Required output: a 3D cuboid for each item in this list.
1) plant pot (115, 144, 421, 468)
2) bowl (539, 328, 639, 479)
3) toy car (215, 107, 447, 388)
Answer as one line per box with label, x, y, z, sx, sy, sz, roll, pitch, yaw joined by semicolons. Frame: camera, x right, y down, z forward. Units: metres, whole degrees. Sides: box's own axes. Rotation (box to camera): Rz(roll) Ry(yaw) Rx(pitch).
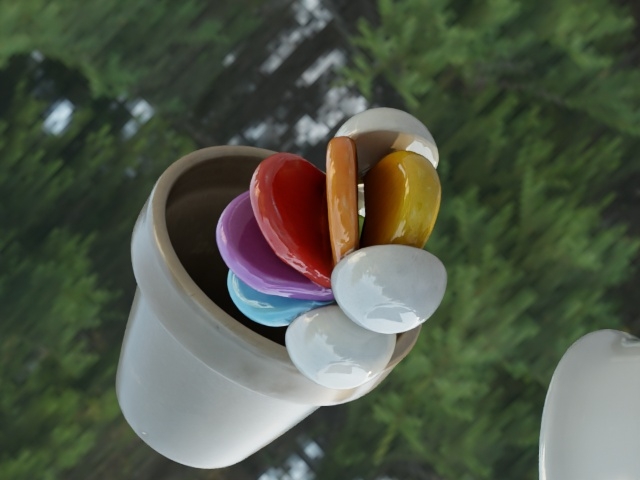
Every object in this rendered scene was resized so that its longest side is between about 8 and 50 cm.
plant pot;-0.072;0.082;1.517;0.263;0.229;0.263;20;-140;-17
bowl;0.271;0.187;1.085;0.298;0.134;0.298;31;-129;-47
toy car;0.000;0.000;1.132;0.136;0.182;0.159;13;-128;-20
